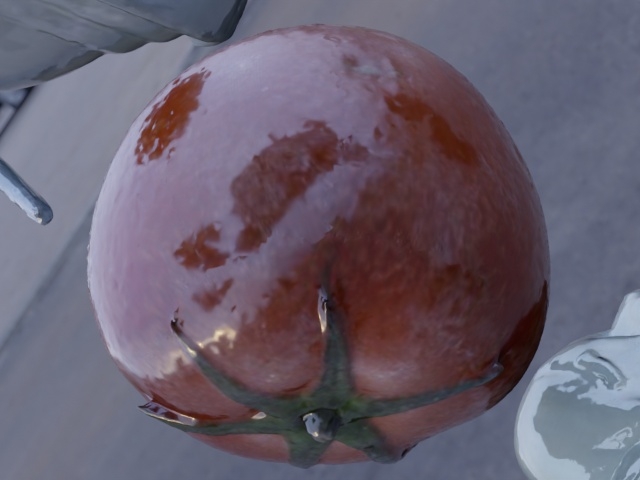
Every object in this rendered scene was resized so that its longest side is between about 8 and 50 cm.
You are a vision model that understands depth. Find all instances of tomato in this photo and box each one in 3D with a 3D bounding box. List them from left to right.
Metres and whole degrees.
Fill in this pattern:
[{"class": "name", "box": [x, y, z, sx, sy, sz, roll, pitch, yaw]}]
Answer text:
[{"class": "tomato", "box": [0.000, 0.000, 0.973, 0.265, 0.265, 0.265, -51, 15, 20]}]

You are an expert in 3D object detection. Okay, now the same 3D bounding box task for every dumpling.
[{"class": "dumpling", "box": [0.194, 0.105, 1.065, 0.151, 0.124, 0.229, -60, 11, 4]}]

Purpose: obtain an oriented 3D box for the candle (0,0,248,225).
[{"class": "candle", "box": [-0.098, -0.200, 0.671, 0.343, 0.221, 0.221, -65, 14, 6]}]
